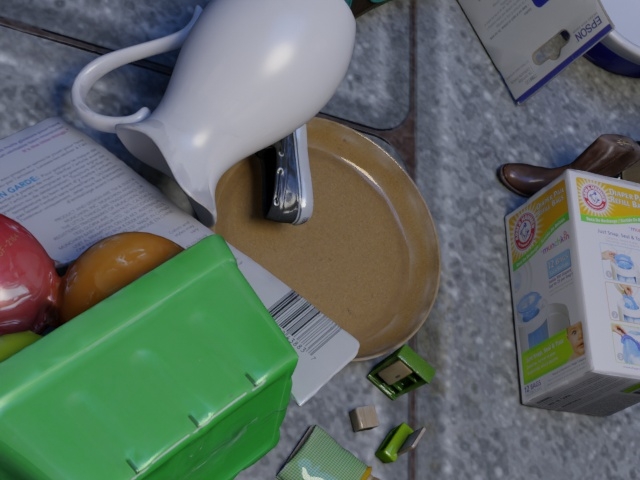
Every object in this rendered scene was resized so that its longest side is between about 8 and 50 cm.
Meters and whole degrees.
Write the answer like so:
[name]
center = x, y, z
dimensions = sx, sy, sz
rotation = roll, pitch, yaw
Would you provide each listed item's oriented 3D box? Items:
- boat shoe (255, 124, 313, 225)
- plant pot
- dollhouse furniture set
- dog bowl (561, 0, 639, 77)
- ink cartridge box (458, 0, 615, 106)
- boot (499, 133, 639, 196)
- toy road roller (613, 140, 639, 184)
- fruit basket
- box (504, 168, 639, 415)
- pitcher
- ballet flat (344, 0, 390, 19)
[boat shoe]
center = -0.038, -0.082, 1.036
dimensions = 0.040, 0.049, 0.142
rotation = 0, 70, -29
[plant pot]
center = 0.000, 0.000, 1.068
dimensions = 0.236, 0.032, 0.236
rotation = 12, 62, -24
[dollhouse furniture set]
center = 0.039, 0.162, 0.997
dimensions = 0.076, 0.058, 0.152
rotation = 42, 54, -5
[dog bowl]
center = 0.379, -0.314, 1.314
dimensions = 0.265, 0.104, 0.265
rotation = 0, 90, -10
[ink cartridge box]
center = 0.191, -0.323, 1.243
dimensions = 0.065, 0.165, 0.333
rotation = -20, 79, -36
[boot]
center = 0.252, -0.079, 1.192
dimensions = 0.106, 0.114, 0.037
rotation = 11, 62, -24
[toy road roller]
center = 0.462, -0.019, 1.239
dimensions = 0.329, 0.202, 0.241
rotation = -16, 89, -28
[fruit basket]
center = -0.204, 0.067, 0.851
dimensions = 0.353, 0.165, 0.327
rotation = 32, 47, 28
[box]
center = 0.255, 0.051, 1.134
dimensions = 0.103, 0.114, 0.203
rotation = 10, 63, -23
[pitcher]
center = -0.087, -0.140, 0.975
dimensions = 0.177, 0.125, 0.207
rotation = 37, 77, 15
[ballet flat]
center = 0.010, -0.267, 1.156
dimensions = 0.348, 0.123, 0.123
rotation = -31, 85, -31
